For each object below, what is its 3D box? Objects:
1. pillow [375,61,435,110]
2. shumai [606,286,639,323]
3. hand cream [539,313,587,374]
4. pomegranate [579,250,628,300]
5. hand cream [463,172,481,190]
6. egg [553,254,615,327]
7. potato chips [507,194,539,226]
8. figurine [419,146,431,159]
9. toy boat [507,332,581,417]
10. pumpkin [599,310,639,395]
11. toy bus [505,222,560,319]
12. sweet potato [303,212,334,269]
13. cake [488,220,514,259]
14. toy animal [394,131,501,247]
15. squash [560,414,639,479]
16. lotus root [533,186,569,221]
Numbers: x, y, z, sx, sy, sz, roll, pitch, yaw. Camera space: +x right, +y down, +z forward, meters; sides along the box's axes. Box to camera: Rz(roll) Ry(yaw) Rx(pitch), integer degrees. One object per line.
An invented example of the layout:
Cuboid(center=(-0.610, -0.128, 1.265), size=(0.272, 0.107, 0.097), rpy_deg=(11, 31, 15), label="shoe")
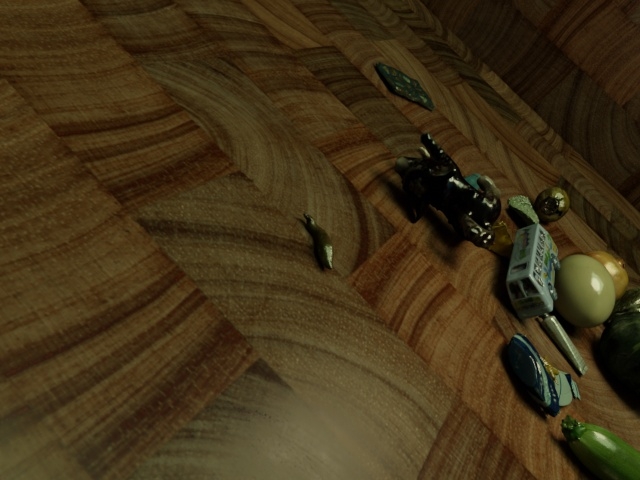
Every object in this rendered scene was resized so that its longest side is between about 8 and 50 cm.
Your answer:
Cuboid(center=(0.336, -0.609, 2.250), size=(0.256, 0.034, 0.188), rpy_deg=(10, 45, -39), label="pillow")
Cuboid(center=(1.045, 0.252, 1.893), size=(0.141, 0.184, 0.184), rpy_deg=(52, 34, 3), label="shumai")
Cuboid(center=(0.685, 0.287, 1.613), size=(0.067, 0.042, 0.194), rpy_deg=(-8, 63, -59), label="hand cream")
Cuboid(center=(0.917, 0.127, 1.894), size=(0.191, 0.191, 0.191), rpy_deg=(27, 37, -22), label="pomegranate")
Cuboid(center=(0.501, -0.179, 1.944), size=(0.083, 0.048, 0.224), rpy_deg=(47, 40, 8), label="hand cream")
Cuboid(center=(0.789, 0.153, 1.733), size=(0.186, 0.186, 0.241), rpy_deg=(26, 48, -24), label="egg")
Cuboid(center=(0.750, -0.081, 2.070), size=(0.167, 0.059, 0.228), rpy_deg=(44, 28, -9), label="potato chips")
Cuboid(center=(0.379, -0.280, 1.924), size=(0.109, 0.047, 0.064), rpy_deg=(42, 10, 10), label="figurine")
Cuboid(center=(0.571, 0.348, 1.432), size=(0.291, 0.067, 0.220), rpy_deg=(28, 35, -40), label="toy boat")
Cuboid(center=(0.971, 0.348, 1.691), size=(0.300, 0.207, 0.300), rpy_deg=(22, 27, -12), label="pumpkin")
Cuboid(center=(0.615, 0.083, 1.661), size=(0.135, 0.109, 0.329), rpy_deg=(57, 35, -16), label="toy bus")
Cuboid(center=(0.003, 0.002, 1.233), size=(0.041, 0.038, 0.153), rpy_deg=(36, 24, -53), label="sweet potato")
Cuboid(center=(0.570, -0.009, 1.760), size=(0.185, 0.116, 0.079), rpy_deg=(23, 40, -19), label="cake")
Cuboid(center=(0.354, -0.127, 1.595), size=(0.344, 0.194, 0.302), rpy_deg=(33, 29, -4), label="toy animal")
Cuboid(center=(0.705, 0.532, 1.298), size=(0.395, 0.107, 0.107), rpy_deg=(40, 34, -4), label="squash")
Cuboid(center=(0.898, -0.143, 2.220), size=(0.138, 0.138, 0.214), rpy_deg=(45, 25, 4), label="lotus root")
